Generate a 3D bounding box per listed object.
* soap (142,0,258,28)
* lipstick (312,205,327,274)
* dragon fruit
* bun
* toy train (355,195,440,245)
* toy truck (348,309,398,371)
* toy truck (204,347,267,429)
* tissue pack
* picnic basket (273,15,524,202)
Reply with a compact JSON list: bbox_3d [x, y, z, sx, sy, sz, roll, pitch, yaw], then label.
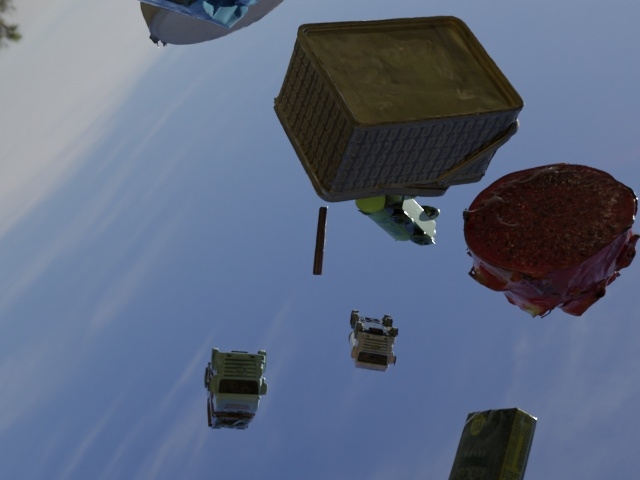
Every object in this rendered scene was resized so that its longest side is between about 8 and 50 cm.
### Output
[{"bbox_3d":[-0.225,-0.346,1.217,0.156,0.293,0.077,-16,125,-76],"label":"soap"},{"bbox_3d":[-0.001,0.000,2.414,0.027,0.027,0.176,-146,-121,-67],"label":"lipstick"},{"bbox_3d":[0.502,0.017,2.068,0.371,0.249,0.386,-1,-138,26],"label":"dragon fruit"},{"bbox_3d":[-0.183,-0.446,1.538,0.263,0.175,0.263,-22,175,-2],"label":"bun"},{"bbox_3d":[0.182,-0.061,2.278,0.157,0.253,0.105,3,-107,28],"label":"toy train"},{"bbox_3d":[0.113,0.227,2.133,0.227,0.098,0.114,-102,-160,-84],"label":"toy truck"},{"bbox_3d":[-0.209,0.363,2.287,0.305,0.136,0.162,116,-24,-67],"label":"toy truck"},{"bbox_3d":[0.348,0.482,1.982,0.185,0.081,0.257,-29,-143,63],"label":"tissue pack"},{"bbox_3d":[0.116,-0.196,1.439,0.228,0.313,0.175,62,-32,31],"label":"picnic basket"}]
